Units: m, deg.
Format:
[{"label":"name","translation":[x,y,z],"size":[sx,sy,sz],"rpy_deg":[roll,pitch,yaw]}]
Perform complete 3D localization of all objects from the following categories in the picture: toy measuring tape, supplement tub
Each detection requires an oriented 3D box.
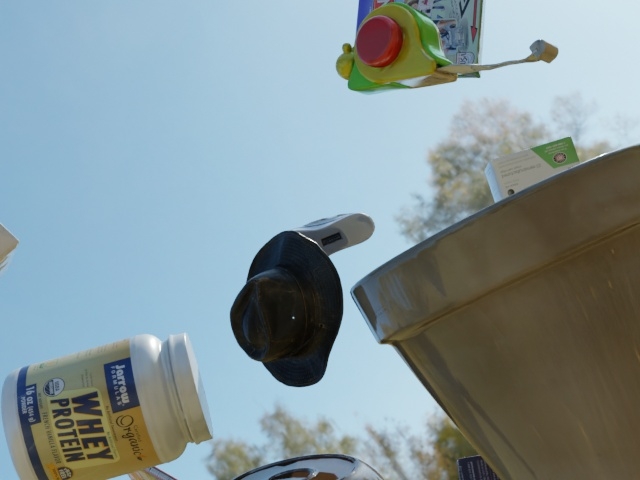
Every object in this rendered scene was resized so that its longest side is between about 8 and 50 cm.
[{"label":"toy measuring tape","translation":[0.153,-0.268,1.145],"size":[0.330,0.121,0.121],"rpy_deg":[-2,6,40]},{"label":"supplement tub","translation":[-0.361,0.293,1.492],"size":[0.316,0.228,0.228],"rpy_deg":[-16,-27,-6]}]

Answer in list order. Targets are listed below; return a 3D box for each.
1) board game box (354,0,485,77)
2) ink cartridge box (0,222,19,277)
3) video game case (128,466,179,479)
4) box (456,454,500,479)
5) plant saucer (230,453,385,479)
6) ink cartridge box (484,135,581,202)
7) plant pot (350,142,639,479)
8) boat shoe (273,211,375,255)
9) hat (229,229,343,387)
[{"label":"board game box","translation":[0.172,-0.426,1.458],"size":[0.046,0.213,0.317],"rpy_deg":[30,-117,-67]},{"label":"ink cartridge box","translation":[-0.537,-0.013,1.040],"size":[0.198,0.273,0.115],"rpy_deg":[-50,7,-33]},{"label":"video game case","translation":[-0.331,0.574,1.954],"size":[0.025,0.285,0.204],"rpy_deg":[-55,-25,-29]},{"label":"box","translation":[0.376,0.534,1.691],"size":[0.167,0.168,0.203],"rpy_deg":[-13,-46,10]},{"label":"plant saucer","translation":[-0.045,0.416,1.442],"size":[0.310,0.050,0.310],"rpy_deg":[-12,1,0]},{"label":"ink cartridge box","translation":[0.416,-0.059,1.591],"size":[0.160,0.219,0.092],"rpy_deg":[-17,-9,2]},{"label":"plant pot","translation":[0.229,0.102,0.815],"size":[0.323,0.280,0.323],"rpy_deg":[-24,-10,-4]},{"label":"boat shoe","translation":[0.000,0.000,1.946],"size":[0.258,0.095,0.084],"rpy_deg":[-13,7,6]},{"label":"hat","translation":[-0.104,0.145,1.758],"size":[0.134,0.331,0.331],"rpy_deg":[-4,-41,-41]}]
